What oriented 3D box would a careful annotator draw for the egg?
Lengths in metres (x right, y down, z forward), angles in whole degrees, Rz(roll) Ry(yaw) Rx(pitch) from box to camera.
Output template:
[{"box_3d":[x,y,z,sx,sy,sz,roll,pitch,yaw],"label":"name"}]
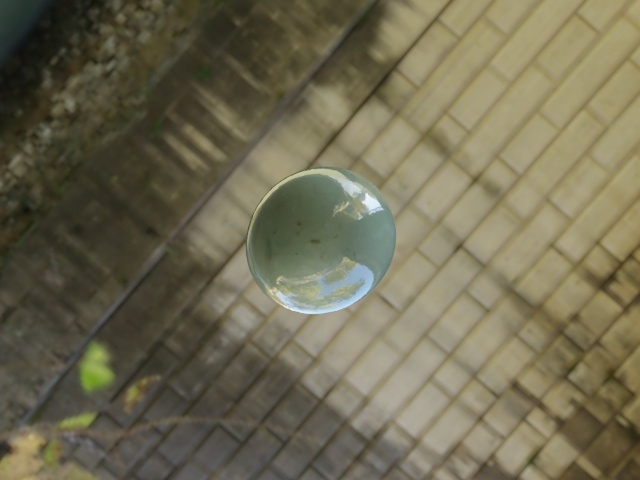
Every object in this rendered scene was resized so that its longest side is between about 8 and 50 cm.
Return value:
[{"box_3d":[0.000,0.000,1.328,0.149,0.149,0.192,-49,171,31],"label":"egg"}]
